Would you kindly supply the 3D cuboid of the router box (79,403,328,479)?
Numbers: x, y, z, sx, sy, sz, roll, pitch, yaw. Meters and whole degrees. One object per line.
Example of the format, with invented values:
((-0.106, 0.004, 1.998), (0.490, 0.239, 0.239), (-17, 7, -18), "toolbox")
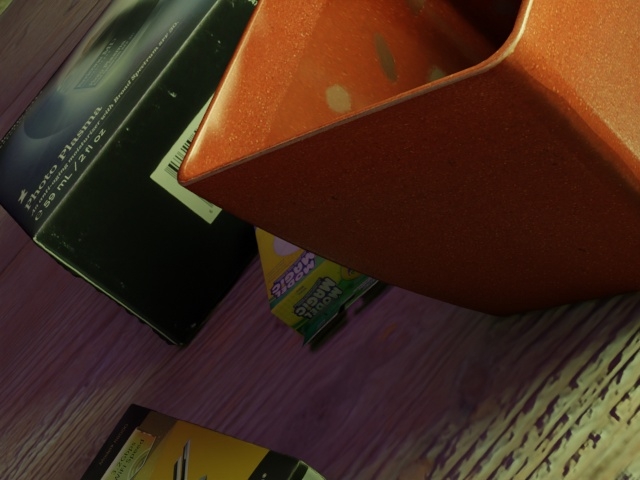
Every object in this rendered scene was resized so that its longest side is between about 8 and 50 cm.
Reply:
((-0.131, 0.271, 0.870), (0.243, 0.081, 0.309), (3, 56, 56), "router box")

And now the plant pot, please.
((0.119, -0.100, 0.796), (0.267, 0.236, 0.267), (-16, 45, 47), "plant pot")

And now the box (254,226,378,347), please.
((0.000, 0.000, 1.058), (0.105, 0.043, 0.179), (-43, 31, 16), "box")

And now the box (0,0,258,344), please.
((-0.154, -0.100, 1.256), (0.296, 0.183, 0.294), (-53, 27, -4), "box")
